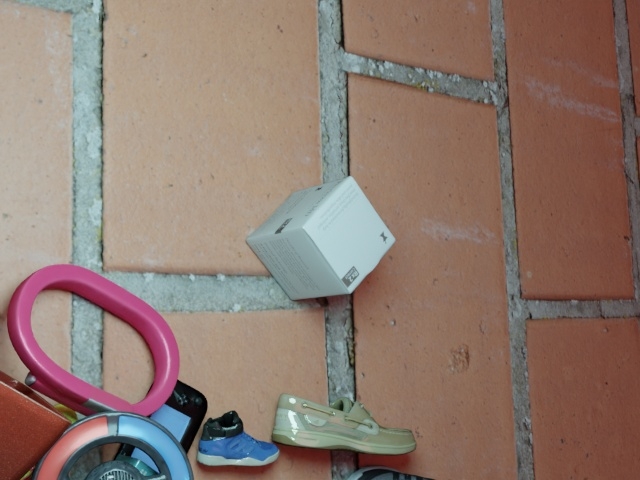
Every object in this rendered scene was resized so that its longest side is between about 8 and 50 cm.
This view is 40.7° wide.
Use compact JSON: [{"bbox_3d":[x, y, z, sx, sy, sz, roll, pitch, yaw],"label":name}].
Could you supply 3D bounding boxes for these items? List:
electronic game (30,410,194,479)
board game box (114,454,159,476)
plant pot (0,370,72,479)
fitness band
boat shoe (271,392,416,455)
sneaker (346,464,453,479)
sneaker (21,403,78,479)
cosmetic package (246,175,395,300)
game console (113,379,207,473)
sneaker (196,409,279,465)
[{"bbox_3d":[-0.288,0.354,1.203,0.229,0.048,0.229,7,71,-22],"label":"electronic game"},{"bbox_3d":[-0.234,0.523,1.293,0.336,0.079,0.253,44,60,-24],"label":"board game box"},{"bbox_3d":[-0.519,0.241,1.081,0.267,0.267,0.235,39,73,-26],"label":"plant pot"},{"bbox_3d":[-0.339,0.158,1.304,0.291,0.054,0.209,37,40,-30],"label":"fitness band"},{"bbox_3d":[0.052,0.335,1.574,0.302,0.109,0.098,13,76,-29],"label":"boat shoe"},{"bbox_3d":[0.181,0.482,1.613,0.269,0.153,0.101,17,72,-34],"label":"sneaker"},{"bbox_3d":[-0.403,0.333,1.239,0.081,0.094,0.208,36,62,-25],"label":"sneaker"},{"bbox_3d":[0.000,0.000,1.538,0.151,0.184,0.151,54,56,-18],"label":"cosmetic package"},{"bbox_3d":[-0.300,0.379,1.341,0.213,0.044,0.361,37,62,-27],"label":"game console"},{"bbox_3d":[-0.132,0.332,1.457,0.152,0.058,0.084,7,95,-30],"label":"sneaker"}]
